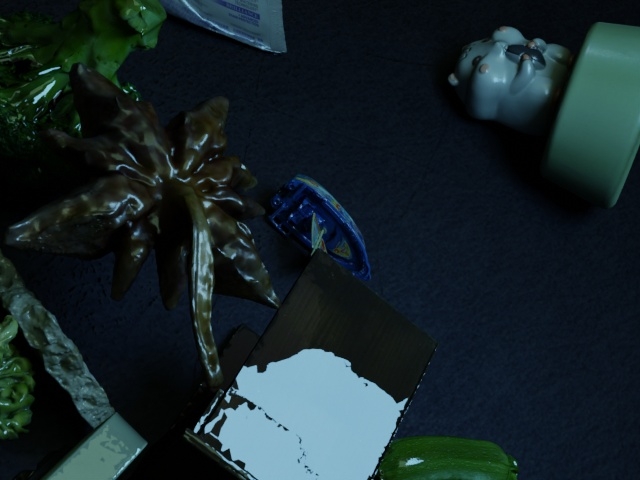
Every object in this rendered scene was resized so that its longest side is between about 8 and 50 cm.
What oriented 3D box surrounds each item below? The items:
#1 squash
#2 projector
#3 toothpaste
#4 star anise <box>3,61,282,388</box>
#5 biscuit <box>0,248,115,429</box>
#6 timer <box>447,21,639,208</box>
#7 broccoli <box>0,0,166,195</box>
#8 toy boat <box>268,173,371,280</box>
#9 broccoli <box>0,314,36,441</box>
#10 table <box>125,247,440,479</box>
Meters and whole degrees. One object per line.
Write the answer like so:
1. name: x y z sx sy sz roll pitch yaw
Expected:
1. squash: 0.161 0.290 1.360 0.219 0.068 0.077 9 44 -24
2. projector: -0.300 0.289 0.989 0.079 0.257 0.259 45 52 -1
3. toothpaste: -0.174 -0.354 1.548 0.282 0.068 0.099 13 85 -29
4. star anise: -0.158 -0.037 1.087 0.292 0.109 0.349 19 55 -7
5. biscuit: -0.298 0.106 1.143 0.040 0.188 0.265 -36 89 -16
6. timer: 0.362 -0.235 1.675 0.315 0.291 0.291 21 52 11
7. broccoli: -0.296 -0.189 1.254 0.297 0.297 0.297 44 19 -19
8. toy boat: 0.000 0.000 1.421 0.175 0.091 0.110 43 33 -8
9. broccoli: -0.419 0.150 0.995 0.288 0.245 0.248 -40 118 -21
10. table: -0.048 0.200 1.183 0.196 0.250 0.282 37 53 -5
